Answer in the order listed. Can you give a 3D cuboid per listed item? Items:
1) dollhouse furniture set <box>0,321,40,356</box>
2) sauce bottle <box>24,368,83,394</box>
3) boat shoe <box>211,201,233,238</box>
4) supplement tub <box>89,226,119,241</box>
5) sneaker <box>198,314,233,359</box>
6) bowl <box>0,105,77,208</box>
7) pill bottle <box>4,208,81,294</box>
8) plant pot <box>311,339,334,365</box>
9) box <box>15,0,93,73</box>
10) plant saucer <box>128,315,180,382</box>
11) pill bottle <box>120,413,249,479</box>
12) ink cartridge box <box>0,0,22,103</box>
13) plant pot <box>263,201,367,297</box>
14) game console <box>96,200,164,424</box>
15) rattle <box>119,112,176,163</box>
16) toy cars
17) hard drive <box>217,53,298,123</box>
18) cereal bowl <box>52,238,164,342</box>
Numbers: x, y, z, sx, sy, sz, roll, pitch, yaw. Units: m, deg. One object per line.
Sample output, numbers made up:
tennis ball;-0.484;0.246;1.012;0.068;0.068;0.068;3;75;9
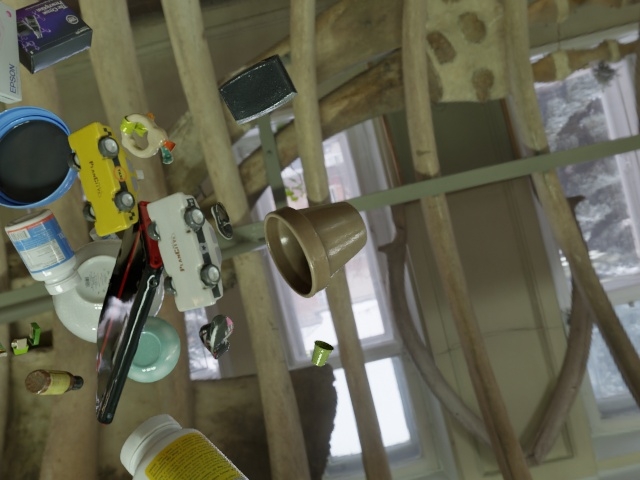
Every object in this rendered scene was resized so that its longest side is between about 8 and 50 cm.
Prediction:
dollhouse furniture set;-0.874;0.279;1.408;0.076;0.058;0.152;31;-156;35
sauce bottle;-0.449;0.243;0.857;0.042;0.042;0.128;-14;161;1
boat shoe;-0.314;-0.065;1.630;0.046;0.125;0.038;-12;165;-46
supplement tub;-0.759;-0.002;1.785;0.071;0.107;0.071;-18;-144;13
sneaker;-0.278;0.239;1.280;0.072;0.077;0.178;-42;162;-41
bowl;-1.096;-0.307;1.882;0.391;0.391;0.077;-14;172;1
pill bottle;-0.760;0.035;1.394;0.124;0.221;0.124;-15;-157;6
plant pot;0.001;0.438;1.934;0.083;0.079;0.083;19;-169;-4
box;-0.992;-0.743;1.804;0.261;0.184;0.103;-49;-173;-36
plant saucer;-0.515;0.320;1.479;0.195;0.195;0.037;-14;170;-3
pill bottle;-0.282;0.538;1.092;0.334;0.187;0.188;31;-153;30
ink cartridge box;-1.071;-0.620;1.517;0.071;0.324;0.330;-8;175;15
plant pot;0.000;0.000;1.417;0.229;0.263;0.263;-26;-174;-26
game console;-0.406;0.132;1.070;0.060;0.386;0.342;13;-159;-29
rattle;-0.457;-0.292;1.431;0.200;0.130;0.143;15;-171;17
toy cars;-0.287;-0.047;0.857;0.087;0.394;0.176;-22;147;-59
hard drive;-0.227;-0.532;1.788;0.255;0.172;0.054;-23;-160;15
cereal bowl;-0.669;0.144;1.574;0.339;0.339;0.141;-14;162;-15
